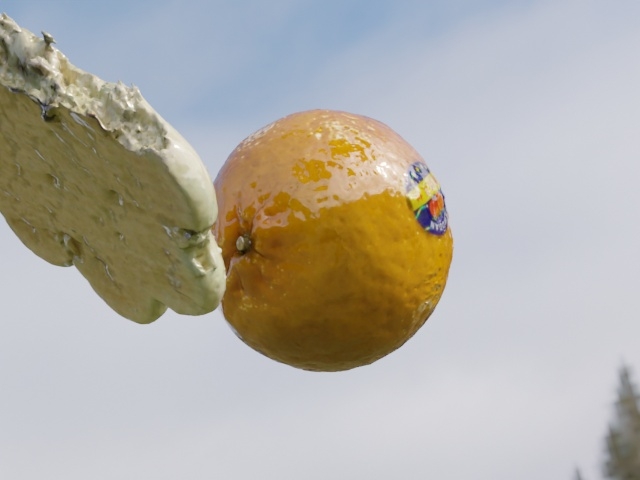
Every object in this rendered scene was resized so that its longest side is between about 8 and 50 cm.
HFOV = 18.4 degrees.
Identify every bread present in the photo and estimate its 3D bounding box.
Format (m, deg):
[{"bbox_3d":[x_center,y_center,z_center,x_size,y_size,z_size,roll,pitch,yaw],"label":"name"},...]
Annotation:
[{"bbox_3d":[-0.146,-0.040,1.167,0.039,0.251,0.182,-41,-34,-27],"label":"bread"}]

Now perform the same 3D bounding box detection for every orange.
[{"bbox_3d":[0.003,0.001,1.328,0.177,0.177,0.155,-24,11,31],"label":"orange"}]
